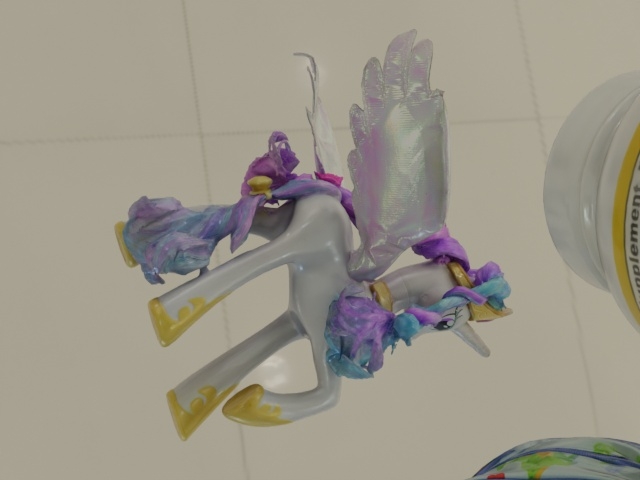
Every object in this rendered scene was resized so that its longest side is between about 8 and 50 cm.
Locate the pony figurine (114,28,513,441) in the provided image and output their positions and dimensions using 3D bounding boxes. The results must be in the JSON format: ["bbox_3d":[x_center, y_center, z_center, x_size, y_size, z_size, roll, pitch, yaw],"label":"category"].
[{"bbox_3d":[0.000,0.000,1.027,0.363,0.303,0.351,-18,103,-15],"label":"pony figurine"}]

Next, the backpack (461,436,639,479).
[{"bbox_3d":[0.159,0.292,0.597,0.273,0.290,0.356,43,55,-32],"label":"backpack"}]

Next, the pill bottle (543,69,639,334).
[{"bbox_3d":[0.257,-0.006,0.509,0.187,0.334,0.188,-4,102,-20],"label":"pill bottle"}]
